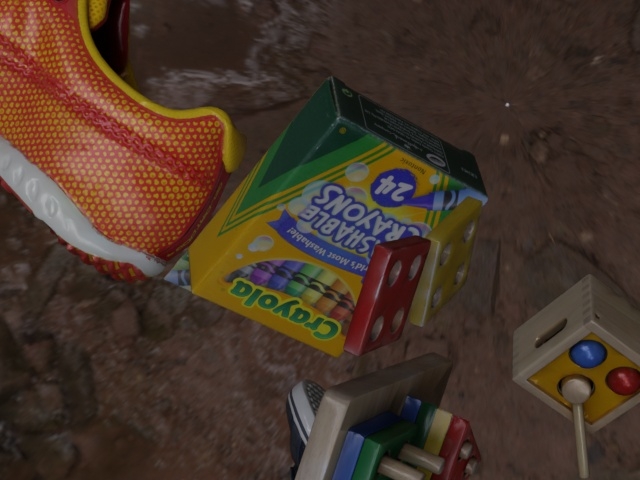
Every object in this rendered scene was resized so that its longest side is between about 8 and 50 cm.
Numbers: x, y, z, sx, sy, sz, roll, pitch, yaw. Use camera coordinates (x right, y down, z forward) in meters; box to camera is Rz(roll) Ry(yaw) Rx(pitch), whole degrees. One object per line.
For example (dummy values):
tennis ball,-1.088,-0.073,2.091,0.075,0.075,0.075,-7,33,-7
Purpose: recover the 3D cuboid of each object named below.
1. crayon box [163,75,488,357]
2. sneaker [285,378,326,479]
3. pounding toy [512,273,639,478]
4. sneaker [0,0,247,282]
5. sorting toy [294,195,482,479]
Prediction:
crayon box,0.000,0.000,1.526,0.203,0.083,0.323,26,122,-27
sneaker,0.012,0.335,1.761,0.127,0.126,0.321,-36,64,17
pounding toy,0.262,0.136,1.380,0.130,0.100,0.141,35,125,-18
sneaker,-0.093,-0.060,0.404,0.175,0.064,0.067,39,87,13
sorting toy,0.030,0.117,0.620,0.046,0.132,0.274,22,101,22
